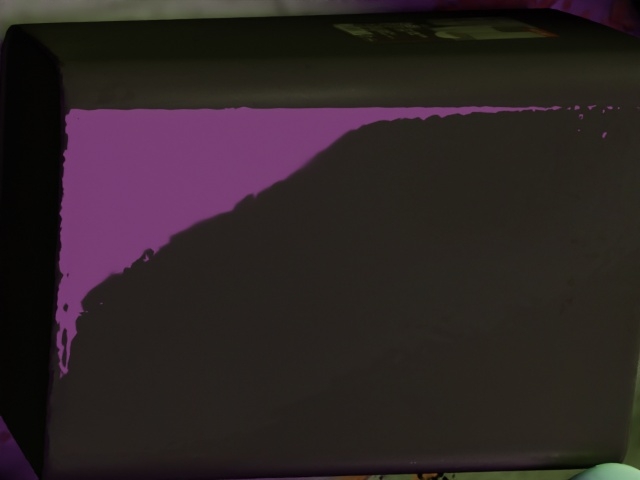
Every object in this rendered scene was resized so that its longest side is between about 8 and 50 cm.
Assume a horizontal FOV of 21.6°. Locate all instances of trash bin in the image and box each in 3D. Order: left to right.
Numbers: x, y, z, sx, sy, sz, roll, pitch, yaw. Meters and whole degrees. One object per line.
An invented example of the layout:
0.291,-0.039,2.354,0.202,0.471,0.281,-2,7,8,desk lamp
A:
0.000,0.000,0.622,0.226,0.115,0.165,-2,109,-22,trash bin

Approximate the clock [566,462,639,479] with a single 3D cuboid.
0.161,0.173,0.726,0.274,0.094,0.223,-4,141,-38,clock
